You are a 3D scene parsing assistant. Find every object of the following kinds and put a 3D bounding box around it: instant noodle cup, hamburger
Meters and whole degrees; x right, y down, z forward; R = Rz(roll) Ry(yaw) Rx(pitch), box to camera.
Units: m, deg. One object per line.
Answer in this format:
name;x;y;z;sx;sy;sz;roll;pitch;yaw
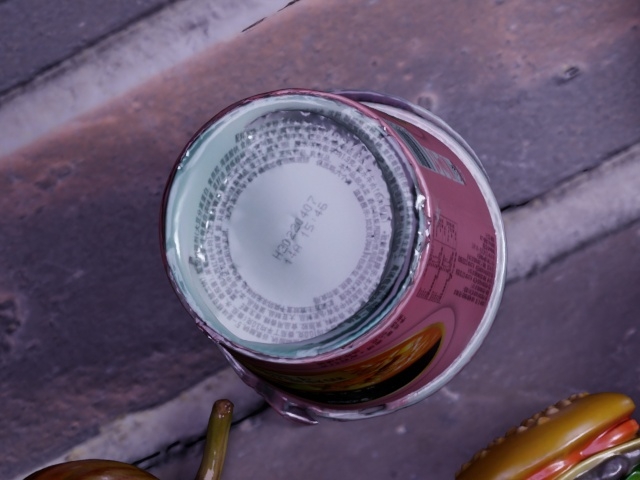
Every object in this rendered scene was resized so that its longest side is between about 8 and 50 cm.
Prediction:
instant noodle cup;0.000;0.000;1.181;0.243;0.255;0.244;-1;86;9
hamburger;0.161;0.169;1.191;0.162;0.162;0.115;-31;80;3

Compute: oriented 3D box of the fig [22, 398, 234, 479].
fig;-0.128;0.223;1.239;0.175;0.207;0.175;16;117;35
